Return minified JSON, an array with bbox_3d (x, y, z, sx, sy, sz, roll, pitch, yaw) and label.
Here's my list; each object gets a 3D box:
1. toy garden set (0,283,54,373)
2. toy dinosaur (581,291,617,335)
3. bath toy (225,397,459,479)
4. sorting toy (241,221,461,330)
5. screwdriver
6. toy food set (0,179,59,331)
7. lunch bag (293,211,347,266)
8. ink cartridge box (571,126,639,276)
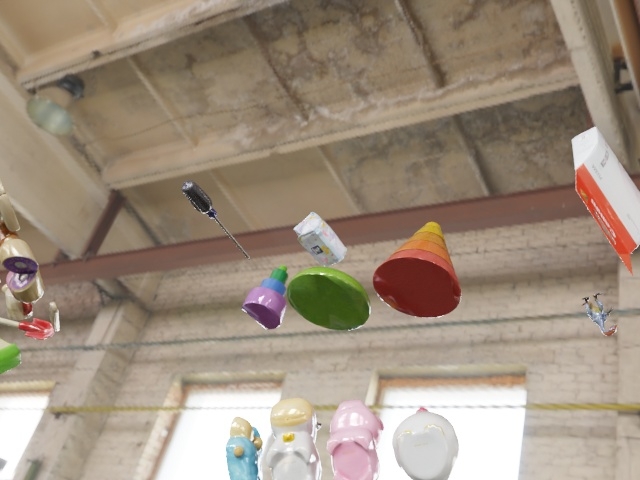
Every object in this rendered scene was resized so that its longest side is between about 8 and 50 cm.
[{"bbox_3d":[-0.403,0.070,0.819,0.244,0.204,0.049,18,-64,28],"label":"toy garden set"},{"bbox_3d":[0.506,0.135,1.394,0.047,0.082,0.090,-18,-22,11],"label":"toy dinosaur"},{"bbox_3d":[0.037,0.311,1.180,0.348,0.151,0.129,-7,-10,13],"label":"bath toy"},{"bbox_3d":[0.047,0.046,1.146,0.365,0.126,0.127,-13,-51,35],"label":"sorting toy"},{"bbox_3d":[-0.137,-0.025,1.041,0.025,0.024,0.170,49,-4,40],"label":"screwdriver"},{"bbox_3d":[-0.206,0.003,0.511,0.122,0.019,0.078,62,-24,10],"label":"toy food set"},{"bbox_3d":[0.000,0.000,1.207,0.071,0.053,0.083,48,-4,-18],"label":"lunch bag"},{"bbox_3d":[0.504,-0.074,1.328,0.066,0.232,0.189,-32,-75,24],"label":"ink cartridge box"}]
